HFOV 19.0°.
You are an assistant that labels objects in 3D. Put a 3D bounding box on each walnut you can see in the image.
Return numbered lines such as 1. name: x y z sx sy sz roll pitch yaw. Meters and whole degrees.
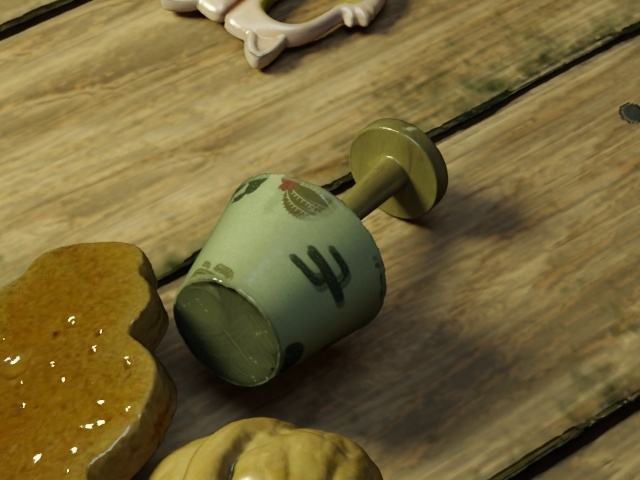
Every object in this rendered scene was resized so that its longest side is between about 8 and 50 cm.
1. walnut: -0.035 0.178 1.068 0.166 0.149 0.166 -21 38 17

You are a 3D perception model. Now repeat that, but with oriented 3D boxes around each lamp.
1. lamp: 0.000 0.000 1.222 0.121 0.121 0.215 32 47 18

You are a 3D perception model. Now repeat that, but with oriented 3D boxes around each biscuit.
1. biscuit: -0.170 0.122 1.108 0.183 0.047 0.320 -22 36 8

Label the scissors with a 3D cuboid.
1. scissors: 0.017 -0.243 1.470 0.160 0.024 0.317 34 56 20
